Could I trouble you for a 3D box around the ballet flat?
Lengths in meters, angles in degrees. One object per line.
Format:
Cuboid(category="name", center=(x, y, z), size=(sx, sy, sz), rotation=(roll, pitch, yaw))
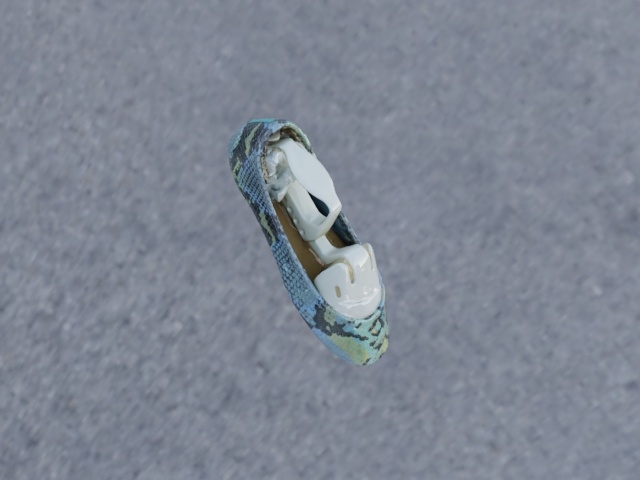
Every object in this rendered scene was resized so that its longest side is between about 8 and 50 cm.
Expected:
Cuboid(category="ballet flat", center=(0.000, 0.000, 1.020), size=(0.070, 0.070, 0.188), rotation=(-37, 97, -39))
